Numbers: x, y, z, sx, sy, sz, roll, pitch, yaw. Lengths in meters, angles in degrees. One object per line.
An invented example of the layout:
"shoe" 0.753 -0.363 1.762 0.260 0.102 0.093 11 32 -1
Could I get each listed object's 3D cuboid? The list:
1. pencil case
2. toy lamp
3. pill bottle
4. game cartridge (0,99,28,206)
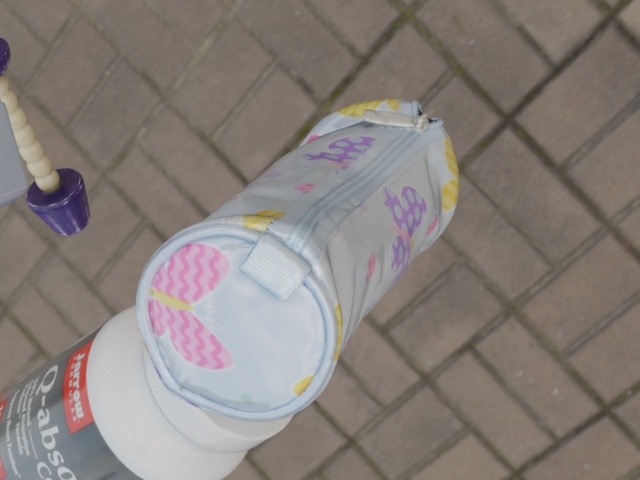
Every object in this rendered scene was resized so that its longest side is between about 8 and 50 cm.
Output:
"pencil case" 0.000 0.000 0.721 0.124 0.273 0.113 -36 94 30
"toy lamp" -0.353 -0.116 1.480 0.080 0.080 0.275 8 139 25
"pill bottle" -0.201 0.190 1.330 0.363 0.210 0.210 -33 94 39
"game cartridge" -0.156 -0.034 0.464 0.017 0.083 0.056 -45 58 41
